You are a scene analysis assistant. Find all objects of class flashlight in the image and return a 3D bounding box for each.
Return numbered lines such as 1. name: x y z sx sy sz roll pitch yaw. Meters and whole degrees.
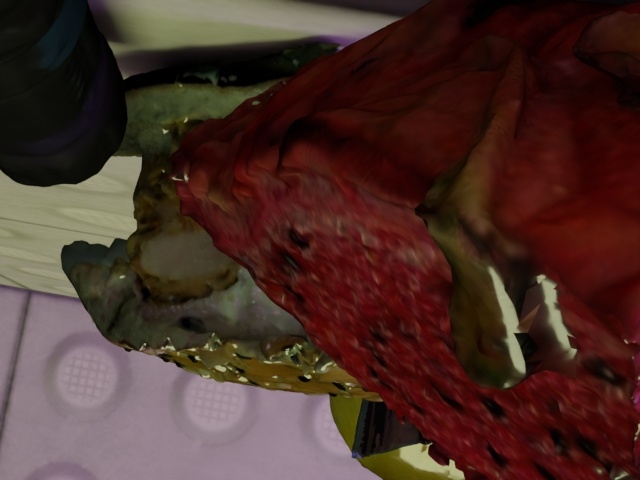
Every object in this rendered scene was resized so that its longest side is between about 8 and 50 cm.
1. flashlight: -0.135 -0.096 0.588 0.103 0.103 0.424 11 173 -2

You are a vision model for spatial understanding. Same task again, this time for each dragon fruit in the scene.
1. dragon fruit: 0.062 0.009 0.530 0.330 0.240 0.302 12 177 36

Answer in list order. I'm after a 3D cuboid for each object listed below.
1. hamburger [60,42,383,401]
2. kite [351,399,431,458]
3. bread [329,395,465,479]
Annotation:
1. hamburger: 0.000 0.000 0.794 0.288 0.168 0.192 0 166 45
2. kite: 0.151 0.048 0.873 0.314 0.335 0.011 44 152 39
3. bread: 0.190 0.150 1.321 0.376 0.208 0.251 15 -161 -11
